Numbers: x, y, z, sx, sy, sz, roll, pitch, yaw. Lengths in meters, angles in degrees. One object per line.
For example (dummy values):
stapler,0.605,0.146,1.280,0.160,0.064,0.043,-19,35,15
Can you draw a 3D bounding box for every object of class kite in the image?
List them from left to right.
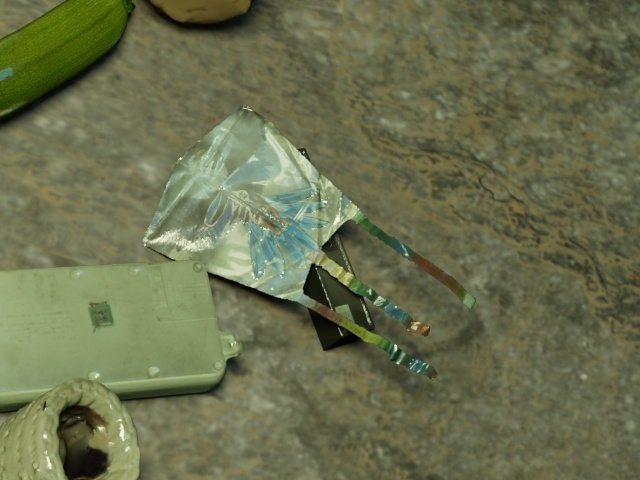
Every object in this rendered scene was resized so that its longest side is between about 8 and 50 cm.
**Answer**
kite,0.000,-0.001,1.253,0.310,0.015,0.169,28,70,3

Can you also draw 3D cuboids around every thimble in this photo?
thimble,-0.207,0.176,1.071,0.102,0.090,0.115,48,34,-16

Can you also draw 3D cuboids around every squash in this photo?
squash,-0.259,-0.167,1.228,0.069,0.069,0.258,49,57,2

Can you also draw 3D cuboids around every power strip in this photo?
power strip,-0.203,0.079,1.155,0.270,0.046,0.118,-3,67,-26

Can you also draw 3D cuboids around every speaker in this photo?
speaker,-0.006,0.007,1.285,0.040,0.046,0.191,-13,73,-29

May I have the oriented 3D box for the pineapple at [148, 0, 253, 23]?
pineapple,-0.125,-0.366,1.353,0.170,0.141,0.310,-1,58,0
